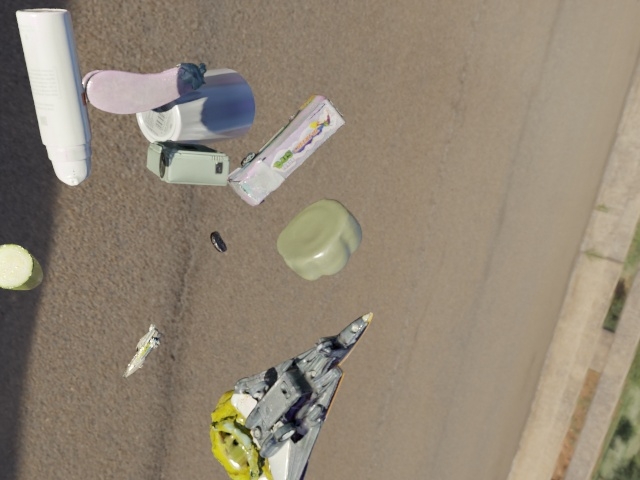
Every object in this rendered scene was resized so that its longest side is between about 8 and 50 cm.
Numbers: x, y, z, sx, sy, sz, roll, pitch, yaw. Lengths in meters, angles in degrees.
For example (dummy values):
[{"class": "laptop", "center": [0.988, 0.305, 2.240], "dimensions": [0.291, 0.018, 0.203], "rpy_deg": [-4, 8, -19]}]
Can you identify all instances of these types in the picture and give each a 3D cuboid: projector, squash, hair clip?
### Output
[{"class": "projector", "center": [-0.401, -0.236, 1.629], "dimensions": [0.192, 0.257, 0.099], "rpy_deg": [-2, 107, -29]}, {"class": "squash", "center": [-0.664, 0.071, 1.202], "dimensions": [0.094, 0.224, 0.094], "rpy_deg": [3, 79, -17]}, {"class": "hair clip", "center": [-0.503, -0.442, 1.568], "dimensions": [0.359, 0.095, 0.110], "rpy_deg": [-22, 159, -25]}]

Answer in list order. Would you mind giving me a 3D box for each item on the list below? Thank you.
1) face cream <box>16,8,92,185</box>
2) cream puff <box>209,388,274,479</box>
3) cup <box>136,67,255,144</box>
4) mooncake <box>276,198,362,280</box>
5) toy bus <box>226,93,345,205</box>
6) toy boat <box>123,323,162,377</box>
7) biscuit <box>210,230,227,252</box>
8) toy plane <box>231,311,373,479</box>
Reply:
[{"class": "face cream", "center": [-0.539, -0.291, 1.127], "dimensions": [0.102, 0.102, 0.345], "rpy_deg": [-26, 129, -42]}, {"class": "cream puff", "center": [-0.177, 0.525, 1.422], "dimensions": [0.185, 0.282, 0.281], "rpy_deg": [-37, 146, -81]}, {"class": "cup", "center": [-0.422, -0.453, 1.866], "dimensions": [0.372, 0.253, 0.253], "rpy_deg": [-29, 131, -53]}, {"class": "mooncake", "center": [0.000, 0.000, 1.705], "dimensions": [0.275, 0.275, 0.135], "rpy_deg": [-53, 130, -18]}, {"class": "toy bus", "center": [-0.082, -0.215, 1.325], "dimensions": [0.317, 0.138, 0.112], "rpy_deg": [-45, 109, -2]}, {"class": "toy boat", "center": [-0.634, 0.399, 1.930], "dimensions": [0.210, 0.066, 0.084], "rpy_deg": [-56, -174, -12]}, {"class": "biscuit", "center": [-0.404, 0.006, 2.151], "dimensions": [0.027, 0.089, 0.087], "rpy_deg": [-29, 143, 14]}, {"class": "toy plane", "center": [-0.024, 0.221, 0.831], "dimensions": [0.103, 0.204, 0.316], "rpy_deg": [-3, 136, -45]}]
